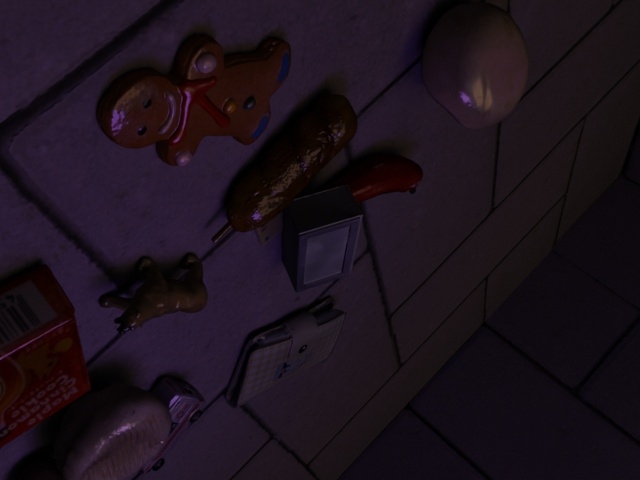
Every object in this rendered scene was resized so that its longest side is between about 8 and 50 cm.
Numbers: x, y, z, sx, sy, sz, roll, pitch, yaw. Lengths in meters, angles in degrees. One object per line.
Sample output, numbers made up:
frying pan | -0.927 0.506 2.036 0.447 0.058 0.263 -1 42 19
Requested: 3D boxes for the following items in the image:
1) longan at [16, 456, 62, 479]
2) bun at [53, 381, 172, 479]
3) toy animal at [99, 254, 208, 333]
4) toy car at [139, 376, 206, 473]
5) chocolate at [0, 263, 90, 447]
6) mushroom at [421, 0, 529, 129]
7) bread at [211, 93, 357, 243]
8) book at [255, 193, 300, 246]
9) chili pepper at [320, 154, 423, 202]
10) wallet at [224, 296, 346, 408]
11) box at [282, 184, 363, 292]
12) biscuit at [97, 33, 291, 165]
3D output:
longan | -0.494 0.437 1.315 0.113 0.092 0.113 -25 127 -39
bun | -0.382 0.340 1.314 0.231 0.133 0.231 -33 153 -19
toy animal | -0.265 0.094 1.214 0.219 0.101 0.103 -1 127 -58
toy car | -0.335 0.378 1.493 0.209 0.089 0.108 -52 154 -1
chocolate | -0.450 0.184 1.035 0.237 0.108 0.234 -34 151 -33
mushroom | 0.292 -0.338 1.445 0.246 0.202 0.245 5 83 -38
bread | -0.061 -0.115 1.283 0.344 0.084 0.124 -47 154 -6
book | -0.081 -0.044 1.423 0.111 0.014 0.077 -41 154 -18
chili pepper | 0.112 -0.124 1.568 0.369 0.091 0.137 -13 155 -42
wallet | -0.080 0.272 1.787 0.310 0.077 0.223 -21 145 -44
box | 0.000 0.000 1.454 0.130 0.086 0.225 -17 151 -14
biscuit | -0.171 -0.193 1.052 0.324 0.049 0.205 -14 137 -48
